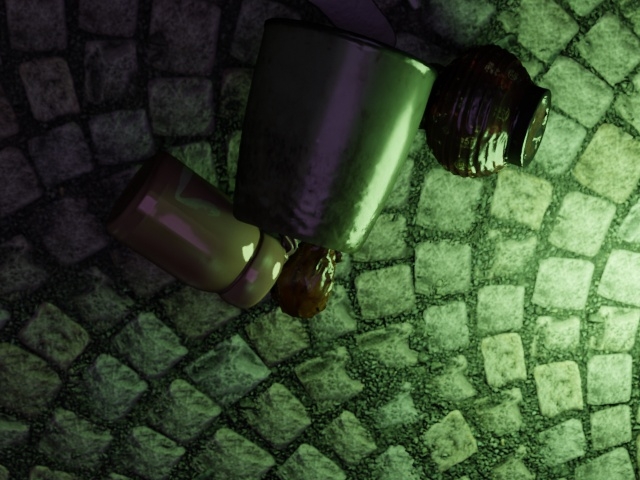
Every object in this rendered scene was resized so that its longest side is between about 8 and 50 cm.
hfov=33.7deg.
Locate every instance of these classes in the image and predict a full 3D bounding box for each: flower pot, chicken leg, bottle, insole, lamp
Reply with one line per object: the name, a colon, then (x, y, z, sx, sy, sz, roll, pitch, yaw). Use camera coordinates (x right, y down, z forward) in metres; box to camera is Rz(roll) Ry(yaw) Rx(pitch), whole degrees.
flower pot: (0.009, -0.159, 1.710, 0.294, 0.293, 0.330, 15, 90, -13)
chicken leg: (0.000, 0.000, 1.910, 0.113, 0.093, 0.304, 22, 99, -4)
bottle: (-0.194, -0.019, 1.825, 0.297, 0.173, 0.206, 36, 85, -17)
insole: (0.015, -0.436, 1.811, 0.111, 0.007, 0.328, -42, 109, 6)
lamp: (0.268, -0.222, 1.811, 0.247, 0.247, 0.246, -3, 108, -8)

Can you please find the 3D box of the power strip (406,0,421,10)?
power strip: (0.130, -0.452, 1.801, 0.019, 0.051, 0.136, -32, 109, 9)
